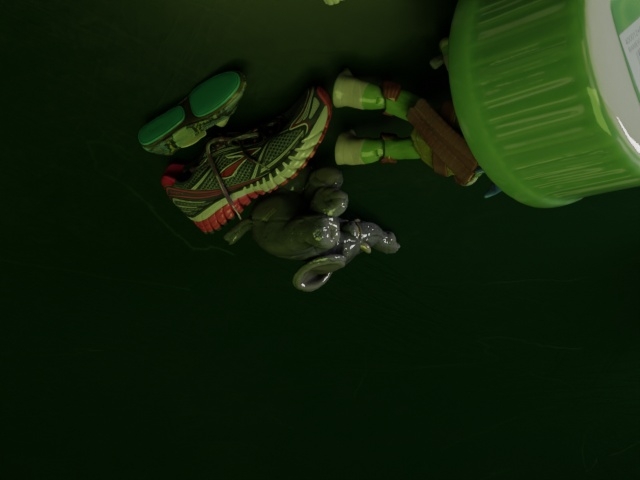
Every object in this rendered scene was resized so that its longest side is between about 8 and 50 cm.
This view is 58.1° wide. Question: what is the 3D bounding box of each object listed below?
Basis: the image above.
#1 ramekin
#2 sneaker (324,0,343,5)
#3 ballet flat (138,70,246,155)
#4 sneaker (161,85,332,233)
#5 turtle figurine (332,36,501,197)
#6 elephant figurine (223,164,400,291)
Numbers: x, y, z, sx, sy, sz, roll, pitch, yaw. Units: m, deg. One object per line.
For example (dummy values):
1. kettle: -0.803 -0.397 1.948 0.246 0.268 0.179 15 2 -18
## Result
1. ramekin: 0.300 -0.192 0.635 0.303 0.303 0.148 33 160 -28
2. sneaker: 0.049 -0.349 0.665 0.162 0.063 0.073 -34 121 26
3. ballet flat: -0.172 -0.178 0.825 0.189 0.070 0.070 -23 129 20
4. sneaker: -0.107 -0.122 0.831 0.299 0.120 0.112 -34 116 24
5. turtle figurine: 0.166 -0.175 0.801 0.267 0.274 0.197 9 158 17
6. elephant figurine: 0.000 0.000 0.931 0.186 0.169 0.239 14 157 25
